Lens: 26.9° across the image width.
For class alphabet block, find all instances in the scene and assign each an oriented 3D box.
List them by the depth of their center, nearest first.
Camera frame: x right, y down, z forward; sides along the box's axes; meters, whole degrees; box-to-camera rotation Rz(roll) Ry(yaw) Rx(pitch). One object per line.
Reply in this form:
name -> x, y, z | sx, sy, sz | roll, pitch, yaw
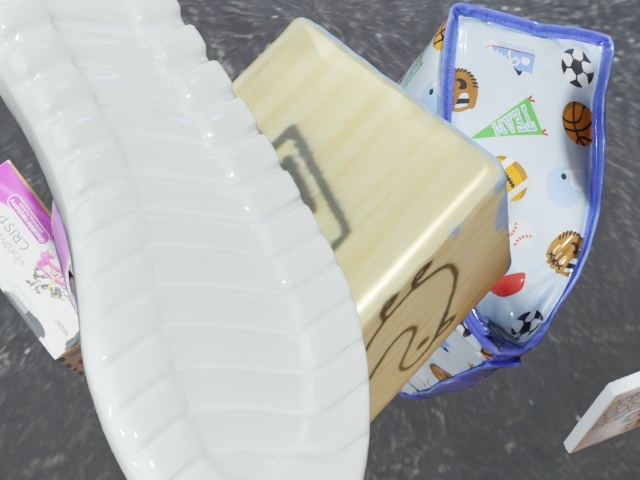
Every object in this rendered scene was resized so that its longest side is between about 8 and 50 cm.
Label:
alphabet block -> 0.000, 0.000, 0.945 | 0.193, 0.192, 0.197 | 39, 79, 23

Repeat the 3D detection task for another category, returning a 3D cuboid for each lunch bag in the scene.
lunch bag -> 0.163, -0.024, 1.529 | 0.239, 0.328, 0.385 | 9, 74, -12

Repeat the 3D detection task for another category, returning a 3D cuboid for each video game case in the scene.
video game case -> 0.351, 0.174, 1.460 | 0.143, 0.157, 0.019 | -17, 63, -20

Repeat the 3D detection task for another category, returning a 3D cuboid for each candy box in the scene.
candy box -> -0.236, 0.034, 1.174 | 0.071, 0.233, 0.159 | -37, 85, -8

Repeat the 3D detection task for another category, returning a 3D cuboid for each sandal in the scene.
sandal -> -0.090, 0.003, 0.790 | 0.169, 0.102, 0.416 | -10, 69, -30
